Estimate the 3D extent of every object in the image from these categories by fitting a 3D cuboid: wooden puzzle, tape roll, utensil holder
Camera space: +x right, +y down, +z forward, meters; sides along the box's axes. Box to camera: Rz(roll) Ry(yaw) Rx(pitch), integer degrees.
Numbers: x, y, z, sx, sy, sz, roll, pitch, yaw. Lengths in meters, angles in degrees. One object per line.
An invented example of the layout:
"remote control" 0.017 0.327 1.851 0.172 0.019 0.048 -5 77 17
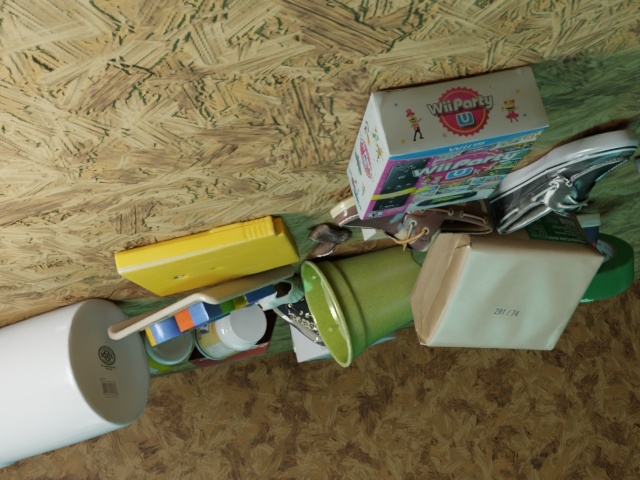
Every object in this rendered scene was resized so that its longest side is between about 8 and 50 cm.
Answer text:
"wooden puzzle" -0.268 0.158 1.792 0.348 0.080 0.322 -21 179 35
"tape roll" 0.661 0.063 2.048 0.321 0.077 0.321 -7 -159 3
"utensil holder" -0.645 0.330 1.811 0.385 0.328 0.327 -20 165 18

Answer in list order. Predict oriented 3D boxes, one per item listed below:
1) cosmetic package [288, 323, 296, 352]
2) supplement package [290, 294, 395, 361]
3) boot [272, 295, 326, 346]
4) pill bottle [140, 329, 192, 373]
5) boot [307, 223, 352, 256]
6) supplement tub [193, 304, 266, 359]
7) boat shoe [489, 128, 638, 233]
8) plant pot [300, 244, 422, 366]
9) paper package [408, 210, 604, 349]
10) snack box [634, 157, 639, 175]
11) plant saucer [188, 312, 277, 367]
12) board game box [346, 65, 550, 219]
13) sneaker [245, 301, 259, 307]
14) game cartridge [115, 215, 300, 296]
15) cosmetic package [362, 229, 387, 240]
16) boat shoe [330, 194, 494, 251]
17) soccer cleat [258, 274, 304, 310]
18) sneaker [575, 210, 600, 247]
"cosmetic package" 0.008 0.306 2.629 0.217 0.156 0.385 -12 165 -3
"supplement package" 0.051 0.215 2.188 0.145 0.204 0.262 1 160 -46
"boot" -0.024 0.155 2.083 0.178 0.236 0.085 -59 149 7
"pill bottle" -0.473 0.316 2.268 0.136 0.136 0.245 -5 165 -27
"boot" 0.000 0.000 1.629 0.106 0.037 0.114 -35 161 26
"supplement tub" -0.257 0.252 2.186 0.144 0.144 0.199 -1 162 -39
"boat shoe" 0.458 -0.102 1.456 0.121 0.119 0.335 -3 163 -35
"plant pot" 0.122 0.137 1.892 0.254 0.276 0.276 -20 169 -15
"paper package" 0.399 0.085 1.704 0.325 0.168 0.309 4 129 -15
"snack box" 0.777 -0.154 1.636 0.174 0.070 0.207 -20 164 26
"plant saucer" -0.261 0.316 2.407 0.259 0.048 0.258 -15 -166 6
"board game box" 0.171 -0.131 1.138 0.224 0.097 0.303 -11 165 -6
"sneaker" -0.162 0.145 2.037 0.144 0.053 0.059 -17 168 21
"game cartridge" -0.215 0.033 1.566 0.323 0.053 0.285 -15 166 1
"cosmetic package" 0.150 -0.031 1.628 0.115 0.041 0.060 -7 166 -23
"boat shoe" 0.184 -0.040 1.449 0.342 0.123 0.123 -5 164 -29
"soccer cleat" -0.083 0.124 1.941 0.076 0.068 0.196 -43 169 32
"sneaker" 0.545 0.013 1.869 0.350 0.148 0.131 -5 -172 -26
